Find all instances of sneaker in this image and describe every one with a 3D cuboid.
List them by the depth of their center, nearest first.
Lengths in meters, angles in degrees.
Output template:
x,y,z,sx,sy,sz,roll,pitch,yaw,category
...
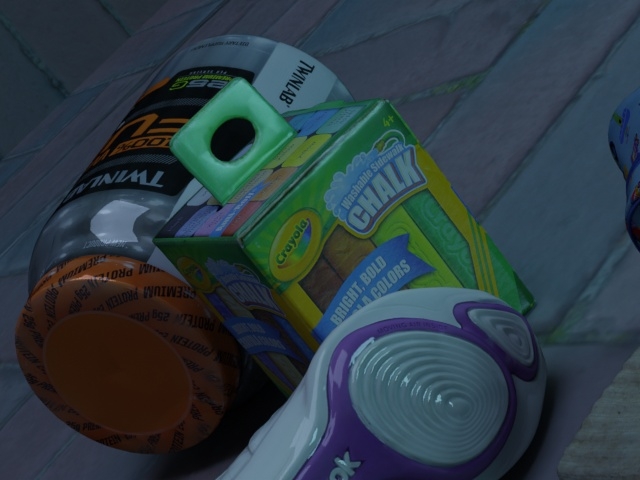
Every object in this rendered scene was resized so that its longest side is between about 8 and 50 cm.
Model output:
x,y,z,sx,sy,sz,roll,pitch,yaw,category
-0.007,0.132,0.788,0.305,0.114,0.152,-39,-1,-28,sneaker

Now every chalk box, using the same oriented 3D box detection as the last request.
x,y,z,sx,sy,sz,roll,pitch,yaw,category
0.000,0.000,0.917,0.132,0.213,0.132,-46,20,-20,chalk box

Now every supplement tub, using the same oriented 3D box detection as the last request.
x,y,z,sx,sy,sz,roll,pitch,yaw,category
-0.090,-0.003,1.118,0.194,0.193,0.316,-26,23,32,supplement tub

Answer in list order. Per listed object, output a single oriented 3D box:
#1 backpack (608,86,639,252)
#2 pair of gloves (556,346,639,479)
x,y,z,sx,sy,sz,roll,pitch,yaw,category
0.210,-0.019,0.685,0.173,0.158,0.117,-34,33,56,backpack
0.119,0.112,0.462,0.240,0.042,0.204,-56,14,-26,pair of gloves
